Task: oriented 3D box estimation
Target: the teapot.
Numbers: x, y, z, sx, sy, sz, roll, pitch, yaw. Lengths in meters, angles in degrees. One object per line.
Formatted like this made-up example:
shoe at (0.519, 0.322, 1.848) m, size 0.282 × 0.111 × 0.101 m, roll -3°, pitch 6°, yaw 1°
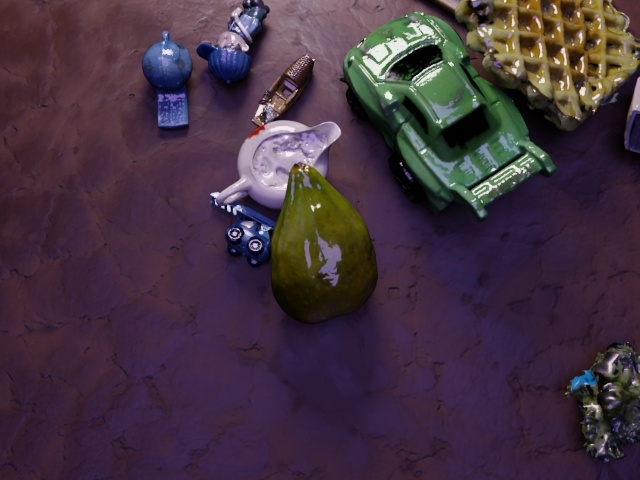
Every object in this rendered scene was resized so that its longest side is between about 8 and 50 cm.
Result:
teapot at (-0.068, -0.115, 1.323) m, size 0.226 × 0.092 × 0.145 m, roll -34°, pitch 80°, yaw -6°

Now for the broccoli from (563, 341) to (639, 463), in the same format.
broccoli at (0.440, 0.241, 1.232) m, size 0.167 × 0.160 × 0.154 m, roll -43°, pitch 55°, yaw 6°

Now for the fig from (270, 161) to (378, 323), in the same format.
fig at (0.000, 0.012, 1.275) m, size 0.167 × 0.167 × 0.233 m, roll -9°, pitch 73°, yaw 0°

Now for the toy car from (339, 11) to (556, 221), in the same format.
toy car at (0.192, -0.197, 1.290) m, size 0.213 × 0.176 × 0.358 m, roll -31°, pitch 82°, yaw -4°

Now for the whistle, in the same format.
whistle at (-0.252, -0.270, 1.356) m, size 0.090 × 0.090 × 0.158 m, roll -5°, pitch 81°, yaw 1°

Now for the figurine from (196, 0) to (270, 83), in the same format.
figurine at (-0.140, -0.334, 1.374) m, size 0.087 × 0.086 × 0.149 m, roll 42°, pitch 68°, yaw -33°

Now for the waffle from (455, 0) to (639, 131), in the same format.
waffle at (0.373, -0.331, 1.326) m, size 0.297 × 0.073 × 0.317 m, roll 47°, pitch 58°, yaw 4°

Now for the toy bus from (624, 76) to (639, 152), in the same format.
toy bus at (0.652, -0.171, 1.266) m, size 0.342 × 0.097 × 0.138 m, roll 10°, pitch 50°, yaw 18°

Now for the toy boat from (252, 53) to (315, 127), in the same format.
toy boat at (-0.062, -0.248, 1.366) m, size 0.047 × 0.049 × 0.149 m, roll 38°, pitch 84°, yaw 5°

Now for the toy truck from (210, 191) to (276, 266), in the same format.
toy truck at (-0.134, -0.018, 1.331) m, size 0.136 × 0.063 × 0.074 m, roll 28°, pitch 64°, yaw 7°

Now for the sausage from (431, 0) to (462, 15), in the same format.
sausage at (0.166, -0.439, 1.397) m, size 0.269 × 0.033 × 0.033 m, roll 32°, pitch 84°, yaw 6°
